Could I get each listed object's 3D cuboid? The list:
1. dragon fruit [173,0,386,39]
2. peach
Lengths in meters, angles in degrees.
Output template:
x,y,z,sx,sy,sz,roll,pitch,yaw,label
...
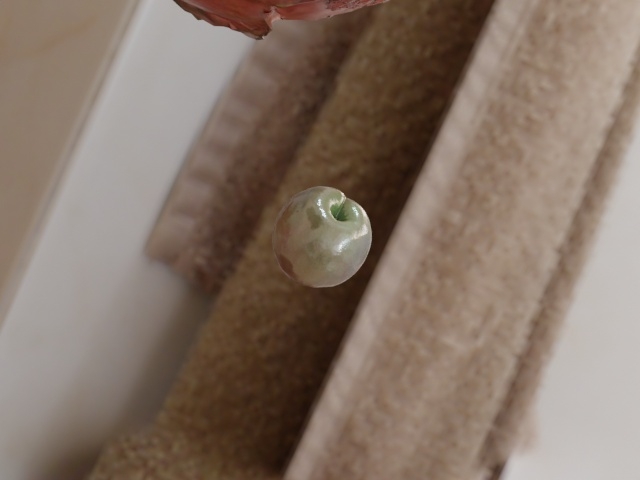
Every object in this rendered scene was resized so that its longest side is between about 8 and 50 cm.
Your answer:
x,y,z,sx,sy,sz,roll,pitch,yaw,label
-0.031,-0.273,1.061,0.296,0.295,0.301,29,-17,35,dragon fruit
-0.001,-0.001,1.394,0.083,0.083,0.083,24,6,-3,peach
